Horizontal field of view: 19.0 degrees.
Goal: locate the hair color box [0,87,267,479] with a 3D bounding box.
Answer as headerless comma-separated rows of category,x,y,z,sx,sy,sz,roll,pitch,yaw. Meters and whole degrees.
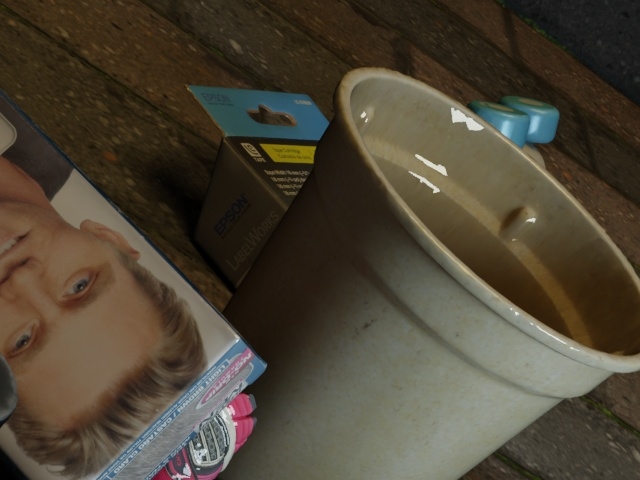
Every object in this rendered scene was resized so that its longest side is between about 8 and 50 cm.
hair color box,-0.221,0.021,1.360,0.347,0.174,0.105,44,-5,17

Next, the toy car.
toy car,0.121,-0.071,2.176,0.238,0.219,0.210,18,14,22

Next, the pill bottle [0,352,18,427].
pill bottle,-0.267,0.138,1.062,0.123,0.219,0.123,34,23,-17

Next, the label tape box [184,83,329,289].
label tape box,0.000,0.000,1.899,0.334,0.106,0.240,49,23,20

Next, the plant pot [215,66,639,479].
plant pot,0.053,0.080,1.573,0.334,0.305,0.334,35,23,-17

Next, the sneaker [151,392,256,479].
sneaker,-0.191,0.080,1.445,0.299,0.121,0.112,36,51,6
